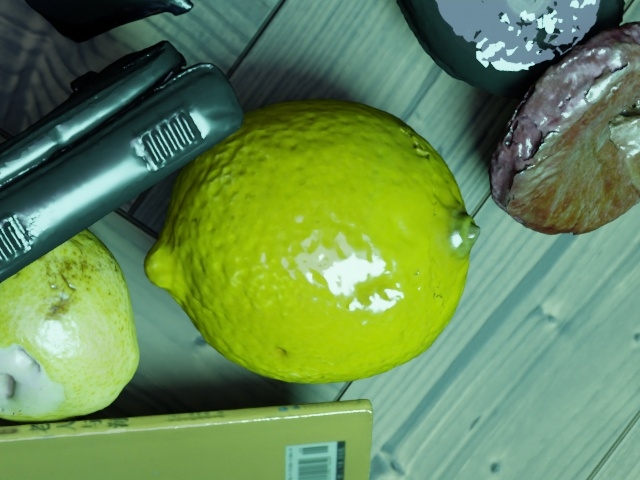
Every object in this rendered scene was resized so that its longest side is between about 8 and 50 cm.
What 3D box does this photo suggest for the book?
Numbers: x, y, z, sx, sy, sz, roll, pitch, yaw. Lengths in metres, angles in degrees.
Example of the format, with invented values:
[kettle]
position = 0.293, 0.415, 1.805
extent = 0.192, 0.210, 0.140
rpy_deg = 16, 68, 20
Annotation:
[book]
position = -0.151, 0.247, 1.184
extent = 0.389, 0.032, 0.269
rpy_deg = -3, 128, -8

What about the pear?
[pear]
position = -0.228, 0.069, 1.120
extent = 0.178, 0.178, 0.178
rpy_deg = -2, 102, -8

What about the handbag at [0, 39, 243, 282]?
[handbag]
position = -0.208, -0.055, 1.033
extent = 0.275, 0.244, 0.088
rpy_deg = -37, 107, -14

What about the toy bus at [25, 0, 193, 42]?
[toy bus]
position = -0.193, -0.303, 1.042
extent = 0.128, 0.147, 0.302
rpy_deg = -17, 109, 23

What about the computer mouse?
[computer mouse]
position = 0.126, -0.269, 1.125
extent = 0.183, 0.116, 0.323
rpy_deg = -26, 101, 0

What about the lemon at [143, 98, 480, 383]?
[lemon]
position = -0.009, -0.001, 1.105
extent = 0.254, 0.228, 0.228
rpy_deg = 6, 101, -3

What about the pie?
[pie]
position = 0.236, -0.085, 1.156
extent = 0.219, 0.054, 0.204
rpy_deg = 13, 125, -49
